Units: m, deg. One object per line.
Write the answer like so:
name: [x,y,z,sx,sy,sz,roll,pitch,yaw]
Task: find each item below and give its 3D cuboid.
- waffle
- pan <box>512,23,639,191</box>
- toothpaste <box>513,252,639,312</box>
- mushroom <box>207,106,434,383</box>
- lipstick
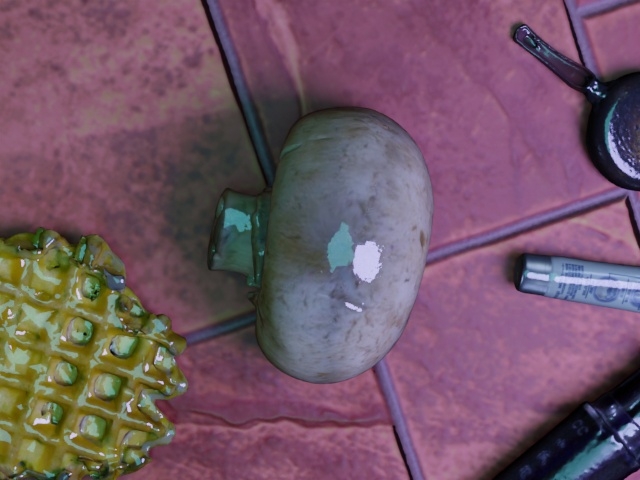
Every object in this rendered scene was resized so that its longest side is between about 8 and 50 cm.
waffle: [-0.269,0.122,1.245,0.280,0.060,0.262,-27,95,1]
pan: [0.268,-0.134,1.247,0.212,0.040,0.115,39,88,-5]
toothpaste: [0.304,0.046,1.265,0.239,0.039,0.062,8,105,-4]
mushroom: [0.000,0.000,1.179,0.195,0.189,0.253,10,87,-4]
lipstick: [0.281,0.177,1.256,0.300,0.081,0.081,-39,95,3]
